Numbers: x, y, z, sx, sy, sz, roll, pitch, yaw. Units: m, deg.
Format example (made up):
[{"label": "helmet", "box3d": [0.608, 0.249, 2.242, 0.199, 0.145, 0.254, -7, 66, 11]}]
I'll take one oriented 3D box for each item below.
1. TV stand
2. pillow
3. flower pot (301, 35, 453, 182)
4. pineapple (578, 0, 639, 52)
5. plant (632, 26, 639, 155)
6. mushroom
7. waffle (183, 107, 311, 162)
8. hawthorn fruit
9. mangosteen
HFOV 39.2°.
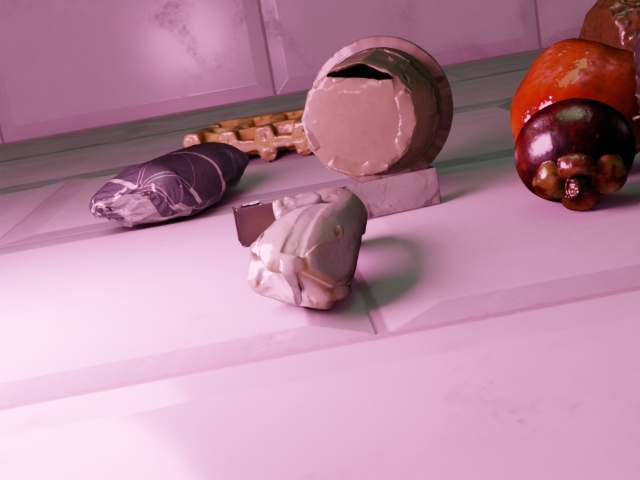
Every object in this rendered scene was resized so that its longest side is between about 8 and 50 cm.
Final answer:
[{"label": "TV stand", "box3d": [0.022, -0.045, 1.107, 0.256, 0.049, 0.040, -13, 13, -11]}, {"label": "pillow", "box3d": [-0.217, -0.090, 1.364, 0.161, 0.092, 0.335, -9, 12, 21]}, {"label": "flower pot", "box3d": [0.069, -0.172, 1.197, 0.212, 0.212, 0.202, -7, 7, 11]}, {"label": "pineapple", "box3d": [0.657, -0.354, 1.642, 0.362, 0.202, 0.202, -6, 12, -14]}, {"label": "plant", "box3d": [0.396, -0.140, 0.947, 0.142, 0.203, 0.131, -15, -2, 14]}, {"label": "mushroom", "box3d": [0.001, -0.002, 0.874, 0.099, 0.096, 0.278, 23, 20, 4]}, {"label": "waffle", "box3d": [-0.094, -0.218, 1.837, 0.348, 0.077, 0.304, -8, 13, 7]}, {"label": "hawthorn fruit", "box3d": [0.325, -0.163, 1.125, 0.189, 0.189, 0.189, -9, 14, 2]}, {"label": "mangosteen", "box3d": [0.277, -0.088, 0.980, 0.140, 0.140, 0.140, -9, 14, 2]}]
